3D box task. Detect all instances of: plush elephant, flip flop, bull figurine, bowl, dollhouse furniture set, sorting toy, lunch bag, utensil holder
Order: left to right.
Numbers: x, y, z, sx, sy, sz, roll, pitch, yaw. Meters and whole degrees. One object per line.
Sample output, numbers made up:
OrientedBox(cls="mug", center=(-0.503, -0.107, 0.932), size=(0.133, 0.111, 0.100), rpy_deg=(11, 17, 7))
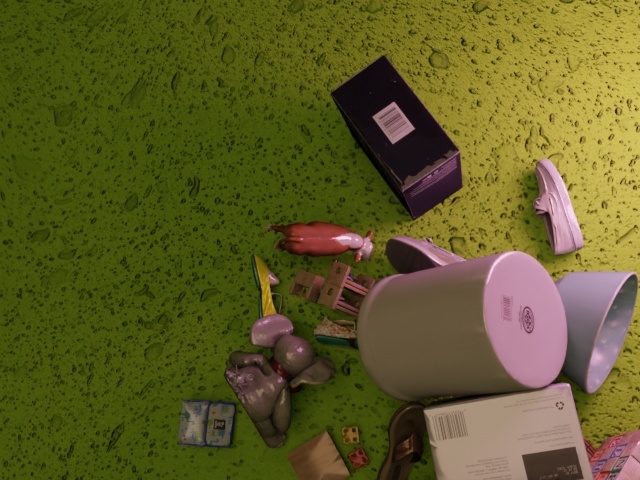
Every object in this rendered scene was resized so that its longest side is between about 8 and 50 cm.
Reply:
OrientedBox(cls="lunch bag", center=(-0.323, 0.522, 1.818), size=(0.151, 0.096, 0.128), rpy_deg=(5, 76, 0))
OrientedBox(cls="plush elephant", center=(-0.113, 0.357, 1.724), size=(0.255, 0.330, 0.272), rpy_deg=(-32, 64, -14))
OrientedBox(cls="bull figurine", center=(0.000, 0.000, 1.783), size=(0.188, 0.310, 0.101), rpy_deg=(3, 85, 50))
OrientedBox(cls="sorting toy", center=(0.006, 0.605, 1.741), size=(0.275, 0.046, 0.132), rpy_deg=(-33, 73, 5))
OrientedBox(cls="dollhouse furniture set", center=(0.034, 0.129, 1.818), size=(0.184, 0.129, 0.128), rpy_deg=(15, 80, 46))
OrientedBox(cls="flip flop", center=(0.220, 0.547, 1.642), size=(0.080, 0.112, 0.277), rpy_deg=(30, 106, 61))
OrientedBox(cls="utensil holder", center=(0.334, 0.211, 1.519), size=(0.385, 0.328, 0.327), rpy_deg=(-19, 70, 49))
OrientedBox(cls="bowl", center=(0.642, 0.201, 1.571), size=(0.163, 0.311, 0.311), rpy_deg=(20, 83, 36))

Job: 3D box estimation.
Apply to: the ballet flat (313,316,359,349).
OrientedBox(cls="ballet flat", center=(0.100, 0.265, 1.778), size=(0.241, 0.091, 0.077), rpy_deg=(13, 59, 12))

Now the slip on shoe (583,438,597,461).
OrientedBox(cls="slip on shoe", center=(0.686, 0.559, 1.594), size=(0.135, 0.051, 0.041), rpy_deg=(47, 131, 10))

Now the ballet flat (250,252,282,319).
OrientedBox(cls="ballet flat", center=(-0.154, 0.148, 1.873), size=(0.077, 0.077, 0.230), rpy_deg=(-7, 78, -10))

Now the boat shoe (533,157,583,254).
OrientedBox(cls="boat shoe", center=(0.622, -0.090, 1.726), size=(0.088, 0.096, 0.267), rpy_deg=(-17, 83, 5))

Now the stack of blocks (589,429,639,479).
OrientedBox(cls="stack of blocks", center=(0.659, 0.576, 1.452), size=(0.087, 0.171, 0.297), rpy_deg=(44, 64, 10))

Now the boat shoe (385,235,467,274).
OrientedBox(cls="boat shoe", center=(0.331, 0.073, 1.758), size=(0.320, 0.103, 0.118), rpy_deg=(24, 127, 20))

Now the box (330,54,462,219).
OrientedBox(cls="box", center=(0.217, -0.270, 1.743), size=(0.179, 0.312, 0.343), rpy_deg=(-35, 73, 4))

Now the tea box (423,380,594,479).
OrientedBox(cls="tea box", center=(0.435, 0.472, 1.522), size=(0.329, 0.323, 0.219), rpy_deg=(-12, 76, 10))
